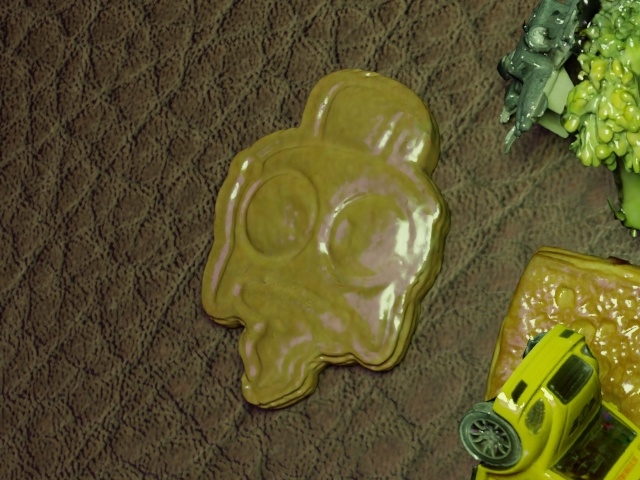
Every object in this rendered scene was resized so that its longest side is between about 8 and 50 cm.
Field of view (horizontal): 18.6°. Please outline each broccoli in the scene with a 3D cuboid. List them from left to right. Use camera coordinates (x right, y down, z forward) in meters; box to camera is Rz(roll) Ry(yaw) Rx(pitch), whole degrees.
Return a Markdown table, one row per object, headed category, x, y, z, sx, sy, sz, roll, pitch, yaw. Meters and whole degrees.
| category | x | y | z | sx | sy | sz | roll | pitch | yaw |
| --- | --- | --- | --- | --- | --- | --- | --- | --- | --- |
| broccoli | 0.354 | -0.131 | 1.837 | 0.180 | 0.242 | 0.273 | -1 | 105 | 41 |

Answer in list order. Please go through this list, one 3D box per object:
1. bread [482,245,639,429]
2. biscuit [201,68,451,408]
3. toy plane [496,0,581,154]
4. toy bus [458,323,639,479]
| category | x | y | z | sx | sy | sz | roll | pitch | yaw |
| --- | --- | --- | --- | --- | --- | --- | --- | --- | --- |
| bread | 0.271 | 0.133 | 1.889 | 0.210 | 0.099 | 0.235 | 14 | 91 | 28 |
| biscuit | -0.002 | -0.001 | 2.067 | 0.269 | 0.051 | 0.375 | 18 | 87 | 28 |
| toy plane | 0.234 | -0.214 | 1.965 | 0.088 | 0.192 | 0.262 | 18 | 65 | -12 |
| toy bus | 0.203 | 0.243 | 1.780 | 0.152 | 0.144 | 0.330 | 26 | 131 | 21 |
